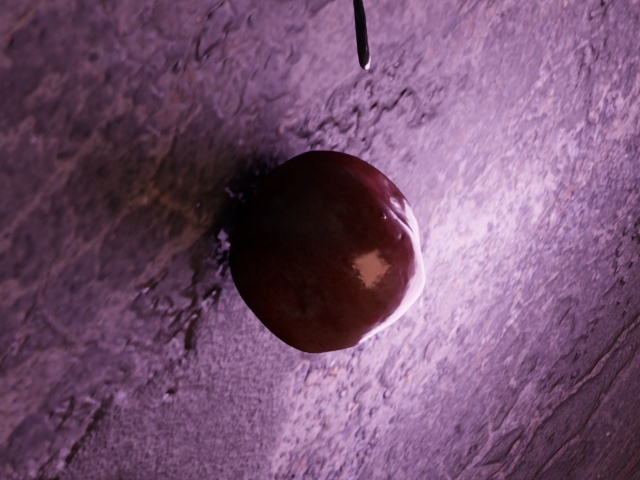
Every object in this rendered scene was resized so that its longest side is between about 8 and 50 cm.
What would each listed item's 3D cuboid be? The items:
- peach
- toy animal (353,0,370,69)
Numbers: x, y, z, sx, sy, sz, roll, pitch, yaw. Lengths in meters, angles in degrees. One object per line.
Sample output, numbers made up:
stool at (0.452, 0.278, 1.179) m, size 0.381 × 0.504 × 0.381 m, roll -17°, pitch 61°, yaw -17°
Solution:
peach at (0.000, 0.000, 0.916) m, size 0.152 × 0.152 × 0.152 m, roll -31°, pitch 137°, yaw -34°
toy animal at (-0.011, -0.230, 0.696) m, size 0.176 × 0.239 × 0.255 m, roll -35°, pitch 103°, yaw 12°
